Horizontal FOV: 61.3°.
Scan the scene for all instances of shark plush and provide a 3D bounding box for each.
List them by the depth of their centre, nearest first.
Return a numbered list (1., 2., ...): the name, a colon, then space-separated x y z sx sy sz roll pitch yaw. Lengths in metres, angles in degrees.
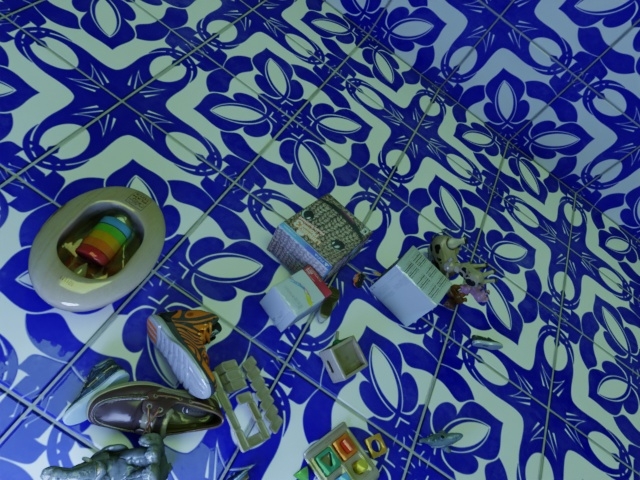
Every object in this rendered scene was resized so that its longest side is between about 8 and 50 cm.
1. shark plush: 0.388 0.646 1.775 0.161 0.067 0.073 18 51 -20

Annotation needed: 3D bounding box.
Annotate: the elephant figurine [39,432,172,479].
1. elephant figurine: -0.492 0.544 1.271 0.240 0.185 0.169 -5 22 -5

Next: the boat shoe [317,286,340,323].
1. boat shoe: 0.026 0.223 1.879 0.056 0.048 0.153 25 42 -3

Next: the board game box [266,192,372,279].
1. board game box: 0.000 0.000 1.930 0.232 0.141 0.291 42 47 11

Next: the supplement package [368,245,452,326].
1. supplement package: 0.330 0.169 1.991 0.203 0.194 0.149 45 48 4

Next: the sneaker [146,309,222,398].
1. sneaker: -0.336 0.289 1.504 0.180 0.124 0.321 -14 44 -40

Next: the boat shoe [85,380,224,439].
1. boat shoe: -0.411 0.443 1.376 0.342 0.123 0.123 14 93 -28

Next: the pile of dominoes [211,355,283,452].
1. pile of dominoes: -0.219 0.465 1.552 0.196 0.040 0.251 -1 58 -56

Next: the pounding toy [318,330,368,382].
1. pounding toy: 0.068 0.374 1.770 0.130 0.100 0.141 -21 82 -39

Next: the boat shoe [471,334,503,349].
1. boat shoe: 0.658 0.400 2.126 0.142 0.049 0.040 13 52 -20

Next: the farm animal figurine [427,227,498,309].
1. farm animal figurine: 0.502 0.113 2.069 0.173 0.330 0.326 -9 66 -14

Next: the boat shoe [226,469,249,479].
1. boat shoe: -0.247 0.672 1.384 0.183 0.066 0.066 -38 87 -32

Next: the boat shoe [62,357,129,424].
1. boat shoe: -0.587 0.385 1.384 0.083 0.065 0.183 30 56 33

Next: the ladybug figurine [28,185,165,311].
1. ladybug figurine: -0.624 0.026 1.538 0.305 0.162 0.449 35 48 -5

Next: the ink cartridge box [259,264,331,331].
1. ink cartridge box: -0.083 0.190 1.772 0.176 0.128 0.127 -29 76 -42

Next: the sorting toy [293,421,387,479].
1. sorting toy: 0.071 0.658 1.590 0.348 0.047 0.196 -24 73 -40

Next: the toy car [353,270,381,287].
1. toy car: 0.168 0.145 2.024 0.122 0.060 0.041 -1 15 -40
